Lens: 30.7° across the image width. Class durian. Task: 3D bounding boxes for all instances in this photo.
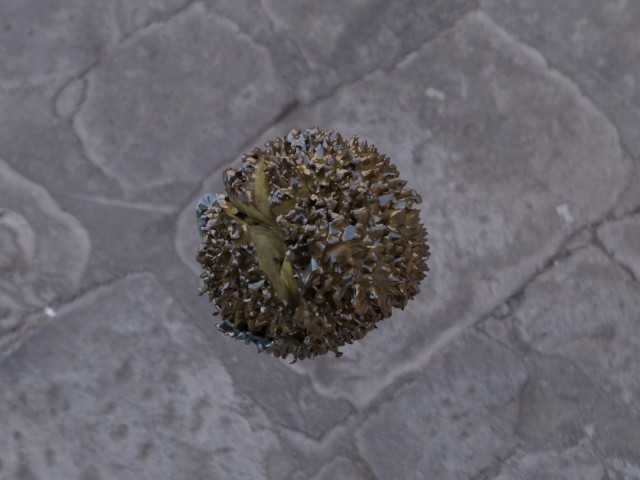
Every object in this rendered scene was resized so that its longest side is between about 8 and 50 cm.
[{"bbox_3d":[0.000,0.000,0.388,0.080,0.091,0.080,10,106,37],"label":"durian"}]
